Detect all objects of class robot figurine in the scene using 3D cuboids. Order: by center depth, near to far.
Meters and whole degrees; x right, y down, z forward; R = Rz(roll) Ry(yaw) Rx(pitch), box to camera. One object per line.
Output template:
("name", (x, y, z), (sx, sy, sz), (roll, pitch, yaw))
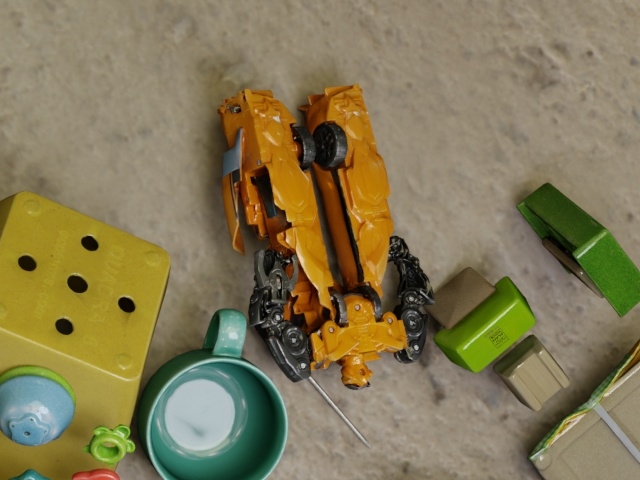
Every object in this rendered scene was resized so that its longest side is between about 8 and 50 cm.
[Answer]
("robot figurine", (0.000, 0.000, 1.816), (0.211, 0.085, 0.291), (-6, 81, -37))

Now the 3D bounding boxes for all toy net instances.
("toy net", (-0.240, 0.207, 1.585), (0.122, 0.232, 0.045), (20, 35, -15))

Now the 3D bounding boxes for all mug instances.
("mug", (-0.093, 0.153, 1.747), (0.129, 0.097, 0.158), (43, 84, -13))

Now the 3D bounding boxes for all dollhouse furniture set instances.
("dollhouse furniture set", (0.258, 0.130, 1.908), (0.197, 0.151, 0.301), (-40, 113, -1))

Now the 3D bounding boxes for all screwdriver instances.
("screwdriver", (-0.007, 0.137, 1.835), (0.170, 0.024, 0.025), (53, 39, -6))

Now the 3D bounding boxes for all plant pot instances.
("plant pot", (-0.238, 0.083, 1.637), (0.212, 0.187, 0.212), (23, 49, -13))
